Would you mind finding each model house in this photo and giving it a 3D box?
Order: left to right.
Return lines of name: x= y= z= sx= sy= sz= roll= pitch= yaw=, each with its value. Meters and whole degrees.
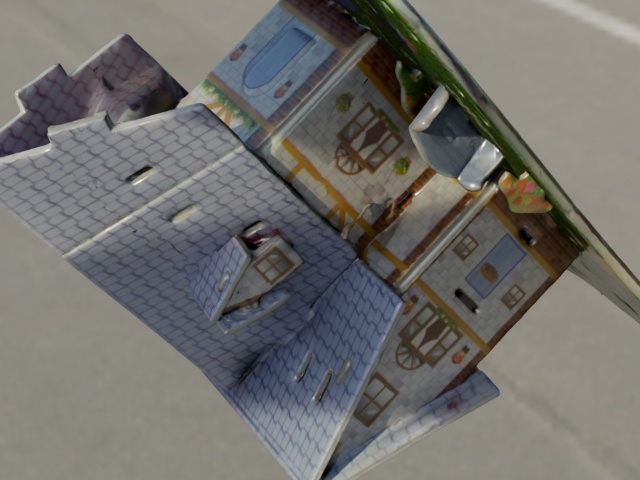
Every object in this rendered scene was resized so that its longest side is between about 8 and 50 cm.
model house: x=0.000 y=0.000 z=0.407 sx=0.088 sy=0.167 sz=0.117 roll=-46 pitch=42 yaw=0
